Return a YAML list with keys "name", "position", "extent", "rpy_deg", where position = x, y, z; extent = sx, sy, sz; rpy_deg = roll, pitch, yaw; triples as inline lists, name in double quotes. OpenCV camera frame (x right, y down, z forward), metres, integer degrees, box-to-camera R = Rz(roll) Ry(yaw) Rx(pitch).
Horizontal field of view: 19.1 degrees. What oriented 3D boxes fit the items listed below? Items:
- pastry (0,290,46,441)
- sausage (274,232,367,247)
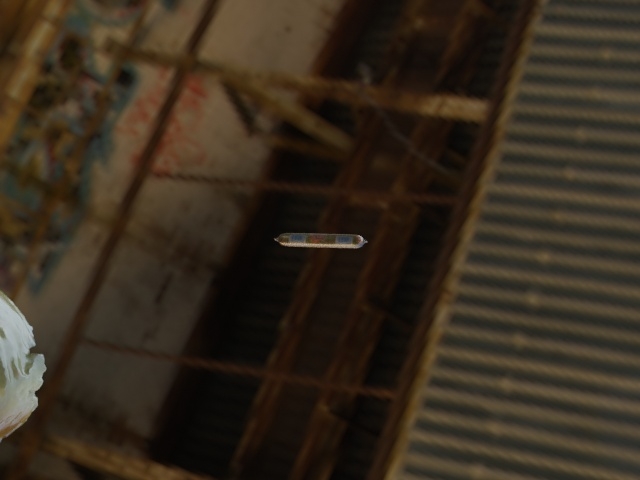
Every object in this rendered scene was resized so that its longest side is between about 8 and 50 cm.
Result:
- name: "pastry"
  position: [-0.426, 0.135, 1.905]
  extent: [0.256, 0.237, 0.170]
  rpy_deg: [-41, 179, 2]
- name: "sausage"
  position: [0.000, 0.000, 1.971]
  extent: [0.100, 0.015, 0.015]
  rpy_deg: [1, -118, 17]
